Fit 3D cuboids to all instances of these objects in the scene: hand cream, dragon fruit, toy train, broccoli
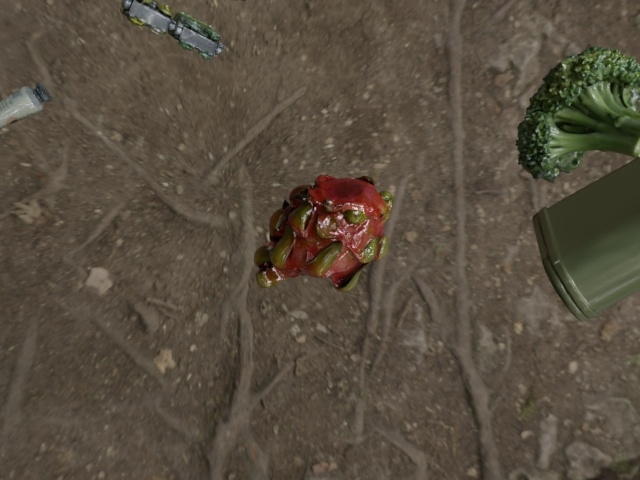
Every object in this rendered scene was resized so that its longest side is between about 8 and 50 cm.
[{"bbox_3d":[-0.599,-0.215,1.166,0.234,0.080,0.050,-27,118,3],"label":"hand cream"},{"bbox_3d":[0.000,-0.018,1.344,0.307,0.227,0.243,4,105,23],"label":"dragon fruit"},{"bbox_3d":[-0.273,-0.399,1.187,0.202,0.081,0.060,18,110,-38],"label":"toy train"},{"bbox_3d":[0.597,-0.292,1.443,0.375,0.302,0.249,-33,99,-6],"label":"broccoli"}]

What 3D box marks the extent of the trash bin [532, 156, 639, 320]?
[{"bbox_3d":[0.463,-0.021,0.971,0.247,0.243,0.121,-35,109,28],"label":"trash bin"}]
